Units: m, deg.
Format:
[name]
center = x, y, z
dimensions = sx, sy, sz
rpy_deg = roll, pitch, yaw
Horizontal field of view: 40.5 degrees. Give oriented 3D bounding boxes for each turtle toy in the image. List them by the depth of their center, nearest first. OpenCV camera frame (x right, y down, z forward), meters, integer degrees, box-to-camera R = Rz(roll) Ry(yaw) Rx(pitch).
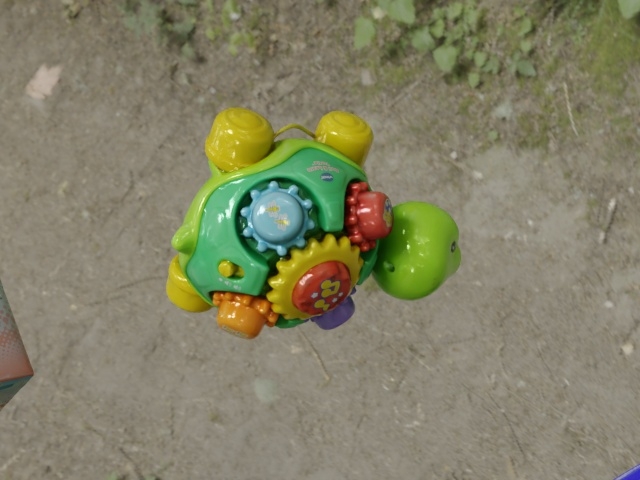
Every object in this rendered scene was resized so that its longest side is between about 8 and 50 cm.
[turtle toy]
center = 0.000, 0.000, 0.359
dimensions = 0.066, 0.130, 0.095
rpy_deg = 53, 134, 40

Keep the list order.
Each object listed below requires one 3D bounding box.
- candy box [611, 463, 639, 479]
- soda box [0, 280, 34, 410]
[candy box]
center = 0.170, 0.307, 0.626
dimensions = 0.268, 0.317, 0.122
rpy_deg = -29, 56, -4
[soda box]
center = -0.219, 0.058, 0.357
dimensions = 0.058, 0.183, 0.063
rpy_deg = -41, 68, 39
